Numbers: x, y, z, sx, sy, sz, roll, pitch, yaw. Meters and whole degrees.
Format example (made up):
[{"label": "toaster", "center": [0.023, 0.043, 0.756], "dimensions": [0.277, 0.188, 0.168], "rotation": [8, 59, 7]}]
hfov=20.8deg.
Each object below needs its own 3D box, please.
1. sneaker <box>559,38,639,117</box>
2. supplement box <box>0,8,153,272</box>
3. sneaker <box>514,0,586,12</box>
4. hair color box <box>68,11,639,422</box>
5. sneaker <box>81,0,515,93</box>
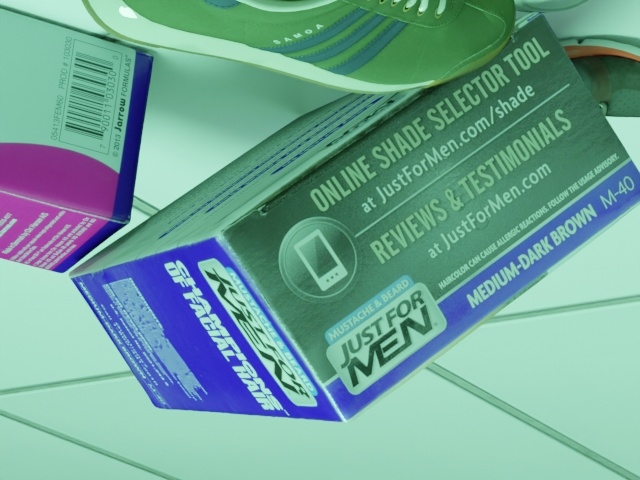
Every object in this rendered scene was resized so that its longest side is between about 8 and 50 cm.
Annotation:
[{"label": "sneaker", "center": [0.124, -0.074, 0.967], "dimensions": [0.158, 0.064, 0.061], "rotation": [6, 158, -1]}, {"label": "supplement box", "center": [-0.223, -0.070, 0.996], "dimensions": [0.220, 0.111, 0.114], "rotation": [16, 156, -24]}, {"label": "sneaker", "center": [0.125, -0.146, 0.660], "dimensions": [0.114, 0.152, 0.305], "rotation": [-21, 164, -15]}, {"label": "hair color box", "center": [0.000, 0.000, 0.903], "dimensions": [0.110, 0.185, 0.339], "rotation": [56, 162, -6]}, {"label": "sneaker", "center": [0.011, -0.101, 0.665], "dimensions": [0.192, 0.064, 0.086], "rotation": [3, 165, -30]}]
